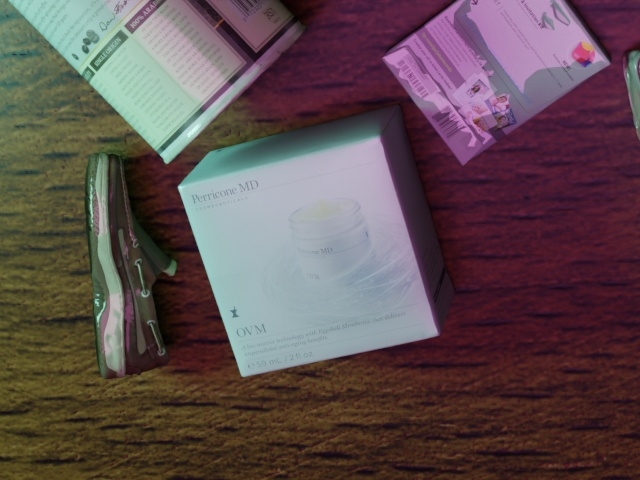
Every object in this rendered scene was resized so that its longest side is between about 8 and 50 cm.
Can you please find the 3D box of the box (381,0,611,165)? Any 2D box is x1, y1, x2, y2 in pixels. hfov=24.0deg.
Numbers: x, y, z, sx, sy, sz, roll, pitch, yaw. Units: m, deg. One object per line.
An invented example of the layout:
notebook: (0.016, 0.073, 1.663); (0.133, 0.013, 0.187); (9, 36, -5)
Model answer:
box: (0.179, -0.187, 1.544); (0.186, 0.038, 0.145); (-35, 99, 21)

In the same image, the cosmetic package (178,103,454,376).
cosmetic package: (0.000, 0.000, 1.595); (0.224, 0.138, 0.225); (-14, 104, 16)

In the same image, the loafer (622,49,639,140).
loafer: (0.336, -0.136, 1.534); (0.045, 0.039, 0.125); (-22, 109, -16)

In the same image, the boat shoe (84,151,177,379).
boat shoe: (-0.209, 0.025, 1.683); (0.095, 0.095, 0.257); (-5, 108, -11)

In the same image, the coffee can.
coffee can: (-0.179, -0.242, 1.510); (0.201, 0.201, 0.275); (-41, 97, 21)
